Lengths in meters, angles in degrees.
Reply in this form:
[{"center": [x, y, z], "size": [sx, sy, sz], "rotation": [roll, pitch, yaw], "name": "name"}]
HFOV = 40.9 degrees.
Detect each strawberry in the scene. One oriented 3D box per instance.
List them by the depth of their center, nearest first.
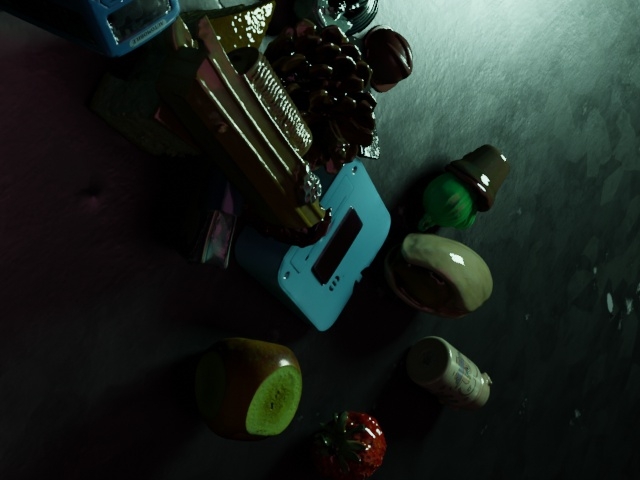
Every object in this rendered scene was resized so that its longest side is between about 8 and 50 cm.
[{"center": [0.052, 0.364, 1.474], "size": [0.131, 0.131, 0.148], "rotation": [-45, 131, -25], "name": "strawberry"}]

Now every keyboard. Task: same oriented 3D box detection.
[{"center": [0.059, -0.218, 1.301], "size": [0.060, 0.018, 0.196], "rotation": [6, 74, -51], "name": "keyboard"}]

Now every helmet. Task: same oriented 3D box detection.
[{"center": [0.120, -0.286, 1.362], "size": [0.089, 0.057, 0.111], "rotation": [-49, 132, -25], "name": "helmet"}]

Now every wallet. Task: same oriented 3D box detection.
[{"center": [-0.135, -0.066, 1.129], "size": [0.059, 0.141, 0.202], "rotation": [16, 93, -21], "name": "wallet"}]

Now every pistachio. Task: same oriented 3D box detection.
[{"center": [0.211, 0.060, 1.521], "size": [0.237, 0.153, 0.137], "rotation": [15, 133, -44], "name": "pistachio"}]

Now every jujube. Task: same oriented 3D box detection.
[{"center": [-0.064, -0.048, 1.192], "size": [0.104, 0.166, 0.104], "rotation": [-33, 149, -23], "name": "jujube"}]

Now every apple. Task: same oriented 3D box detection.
[{"center": [-0.101, 0.217, 1.237], "size": [0.146, 0.163, 0.147], "rotation": [13, 79, -38], "name": "apple"}]

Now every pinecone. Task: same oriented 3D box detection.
[{"center": [-0.010, -0.180, 1.163], "size": [0.185, 0.168, 0.212], "rotation": [43, 34, -50], "name": "pinecone"}]

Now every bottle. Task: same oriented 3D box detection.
[{"center": [0.249, 0.269, 1.655], "size": [0.110, 0.097, 0.209], "rotation": [-38, 136, 12], "name": "bottle"}]

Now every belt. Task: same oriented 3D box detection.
[{"center": [0.026, -0.348, 1.248], "size": [0.140, 0.058, 0.105], "rotation": [-36, 123, -30], "name": "belt"}]

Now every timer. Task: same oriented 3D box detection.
[{"center": [0.000, 0.000, 1.351], "size": [0.232, 0.091, 0.250], "rotation": [-58, 146, -15], "name": "timer"}]

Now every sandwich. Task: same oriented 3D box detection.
[{"center": [-0.160, -0.223, 1.067], "size": [0.128, 0.122, 0.236], "rotation": [38, 74, -48], "name": "sandwich"}]

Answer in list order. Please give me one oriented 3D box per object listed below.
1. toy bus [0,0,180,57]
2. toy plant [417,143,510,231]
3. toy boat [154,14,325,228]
[{"center": [-0.260, -0.279, 0.862], "size": [0.113, 0.246, 0.134], "rotation": [-42, 141, -27], "name": "toy bus"}, {"center": [0.250, -0.080, 1.537], "size": [0.200, 0.105, 0.143], "rotation": [-43, 146, -3], "name": "toy plant"}, {"center": [-0.079, -0.135, 1.010], "size": [0.115, 0.089, 0.310], "rotation": [-52, 130, -17], "name": "toy boat"}]
